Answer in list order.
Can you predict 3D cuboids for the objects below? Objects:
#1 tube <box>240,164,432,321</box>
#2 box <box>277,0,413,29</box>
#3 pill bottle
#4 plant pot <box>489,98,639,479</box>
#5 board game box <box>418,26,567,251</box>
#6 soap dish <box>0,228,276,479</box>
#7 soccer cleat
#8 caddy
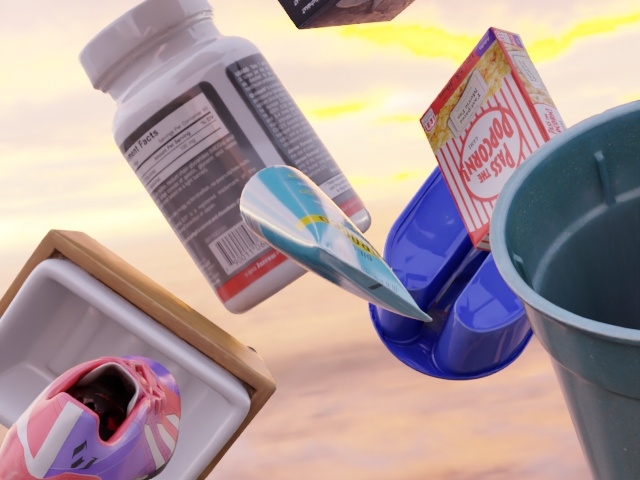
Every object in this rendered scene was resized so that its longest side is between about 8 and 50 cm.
[{"bbox_3d":[0.000,0.000,0.885,0.080,0.052,0.207,28,5,-22],"label":"tube"},{"bbox_3d":[0.047,-0.311,1.436,0.163,0.142,0.247,-37,-5,25],"label":"box"},{"bbox_3d":[-0.118,-0.112,1.735,0.210,0.363,0.210,-34,-1,-1],"label":"pill bottle"},{"bbox_3d":[0.345,0.098,1.272,0.341,0.334,0.341,-12,34,8],"label":"plant pot"},{"bbox_3d":[0.188,-0.107,1.539,0.045,0.193,0.147,9,-46,-33],"label":"board game box"},{"bbox_3d":[-0.221,0.143,1.572,0.229,0.291,0.118,-52,5,24],"label":"soap dish"},{"bbox_3d":[-0.169,0.141,1.192,0.108,0.116,0.318,33,16,5],"label":"soccer cleat"},{"bbox_3d":[0.215,0.033,2.031,0.341,0.241,0.179,-52,-16,-25],"label":"caddy"}]
